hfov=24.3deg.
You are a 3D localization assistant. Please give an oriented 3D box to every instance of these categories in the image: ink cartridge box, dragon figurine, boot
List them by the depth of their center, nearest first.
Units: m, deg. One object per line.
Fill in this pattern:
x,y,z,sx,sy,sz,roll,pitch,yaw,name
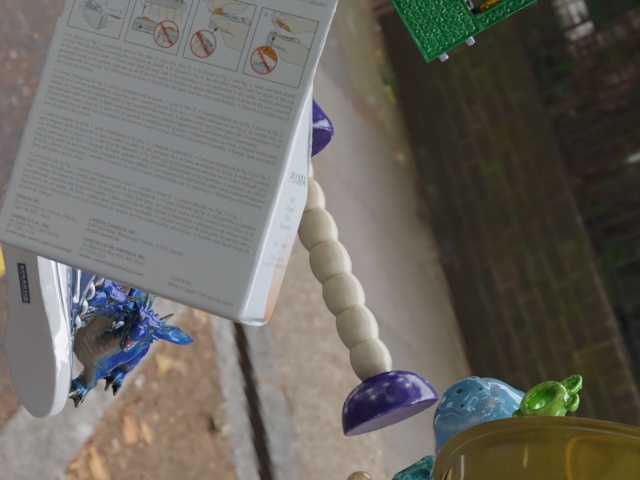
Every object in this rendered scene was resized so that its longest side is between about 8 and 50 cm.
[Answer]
-0.070,-0.064,0.737,0.045,0.145,0.179,22,85,-71,ink cartridge box
-0.206,0.045,1.207,0.086,0.069,0.190,-17,111,-47,boot
-0.182,0.085,1.465,0.085,0.144,0.289,58,14,7,dragon figurine

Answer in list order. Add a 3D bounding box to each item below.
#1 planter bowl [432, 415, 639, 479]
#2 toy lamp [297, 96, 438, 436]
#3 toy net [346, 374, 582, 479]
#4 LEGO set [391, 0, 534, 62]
0.130,0.167,0.593,0.217,0.217,0.090,56,51,-42,planter bowl
0.000,0.000,1.059,0.275,0.080,0.080,70,14,15,toy lamp
0.055,0.160,0.841,0.122,0.232,0.045,5,-47,56,toy net
0.108,-0.305,1.171,0.331,0.255,0.192,50,13,-11,LEGO set
